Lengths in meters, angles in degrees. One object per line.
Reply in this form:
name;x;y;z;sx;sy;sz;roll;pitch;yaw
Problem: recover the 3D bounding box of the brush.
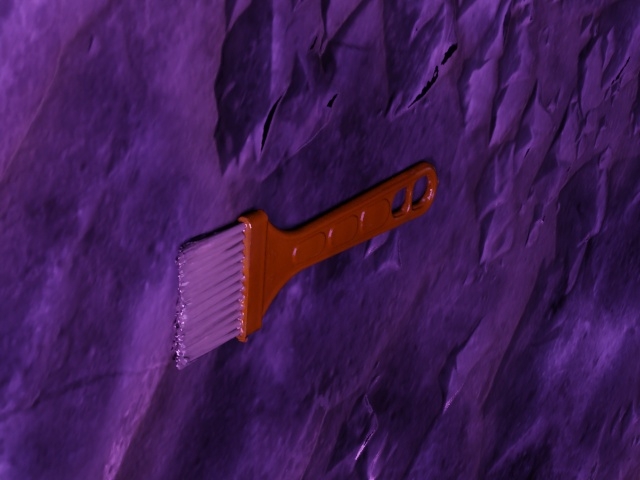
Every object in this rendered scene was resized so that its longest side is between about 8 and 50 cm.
brush;0.000;0.000;1.206;0.314;0.017;0.090;-27;129;-50
